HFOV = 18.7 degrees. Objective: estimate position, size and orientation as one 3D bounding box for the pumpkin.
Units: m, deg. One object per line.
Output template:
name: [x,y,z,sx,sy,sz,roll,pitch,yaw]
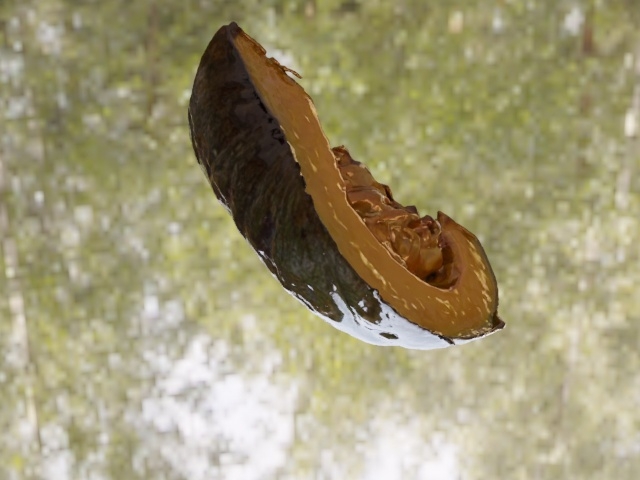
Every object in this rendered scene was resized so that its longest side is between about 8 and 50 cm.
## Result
pumpkin: [-0.005,0.000,1.355,0.111,0.278,0.163,-41,-161,24]
